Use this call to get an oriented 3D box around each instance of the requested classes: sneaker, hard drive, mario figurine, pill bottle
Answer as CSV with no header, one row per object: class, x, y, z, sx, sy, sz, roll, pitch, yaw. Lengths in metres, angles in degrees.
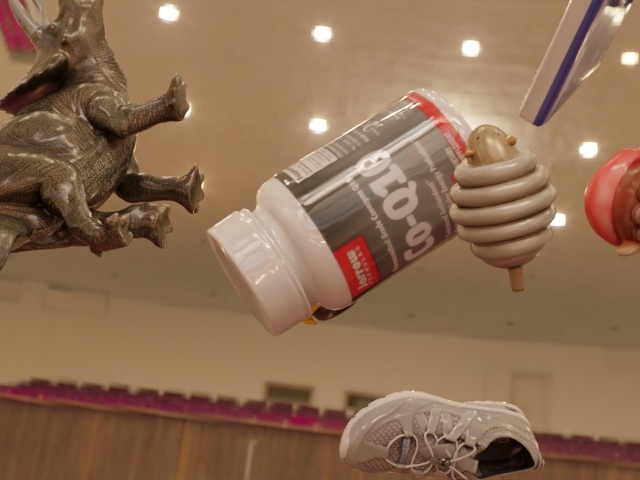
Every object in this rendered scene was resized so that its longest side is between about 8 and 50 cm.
sneaker,0.163,0.263,1.674,0.281,0.105,0.115,-2,22,-20
hard drive,0.363,-0.313,1.624,0.040,0.210,0.318,34,-41,14
mario figurine,0.419,-0.026,1.366,0.170,0.198,0.320,53,-6,-20
pill bottle,0.034,-0.027,1.374,0.283,0.161,0.161,-33,-22,-10

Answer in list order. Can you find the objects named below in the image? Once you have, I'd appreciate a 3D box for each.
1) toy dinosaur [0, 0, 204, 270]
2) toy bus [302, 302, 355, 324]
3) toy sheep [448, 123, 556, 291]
toy dinosaur,-0.178,-0.042,0.859,0.160,0.313,0.121,5,-42,17
toy bus,0.000,0.000,1.665,0.220,0.149,0.211,-37,-16,15
toy sheep,0.140,-0.025,0.981,0.091,0.132,0.091,-18,11,4
